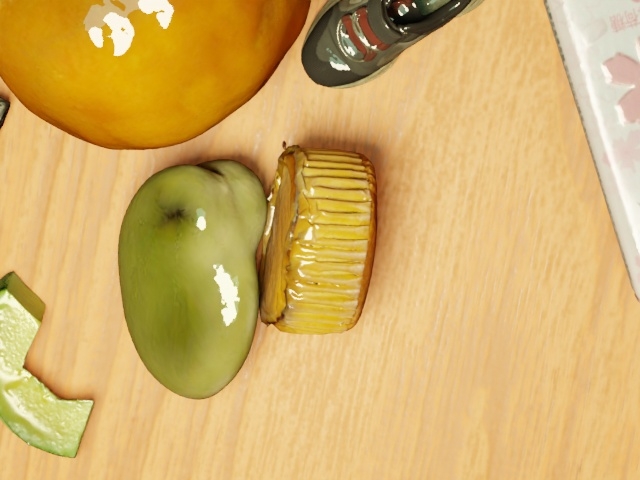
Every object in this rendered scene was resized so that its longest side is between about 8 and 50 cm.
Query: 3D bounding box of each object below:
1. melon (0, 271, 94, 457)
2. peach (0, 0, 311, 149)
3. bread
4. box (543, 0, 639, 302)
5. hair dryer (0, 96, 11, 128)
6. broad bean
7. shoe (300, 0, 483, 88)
[{"bbox_3d":[-0.323,0.150,1.685,0.118,0.064,0.209,-38,95,3],"label":"melon"},{"bbox_3d":[-0.174,-0.255,1.502,0.343,0.302,0.342,-4,80,23],"label":"peach"},{"bbox_3d":[0.000,0.000,1.572,0.104,0.199,0.199,6,98,-12],"label":"bread"},{"bbox_3d":[0.360,-0.138,1.565,0.190,0.112,0.369,-16,93,7],"label":"box"},{"bbox_3d":[-0.539,-0.114,1.631,0.320,0.156,0.284,33,88,-8],"label":"hair dryer"},{"bbox_3d":[-0.143,0.041,1.616,0.189,0.121,0.263,14,100,36],"label":"broad bean"},{"bbox_3d":[0.076,-0.239,1.574,0.227,0.112,0.099,-33,94,6],"label":"shoe"}]
